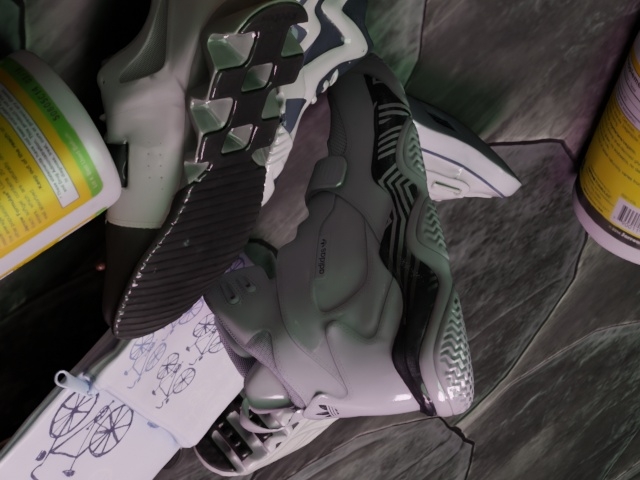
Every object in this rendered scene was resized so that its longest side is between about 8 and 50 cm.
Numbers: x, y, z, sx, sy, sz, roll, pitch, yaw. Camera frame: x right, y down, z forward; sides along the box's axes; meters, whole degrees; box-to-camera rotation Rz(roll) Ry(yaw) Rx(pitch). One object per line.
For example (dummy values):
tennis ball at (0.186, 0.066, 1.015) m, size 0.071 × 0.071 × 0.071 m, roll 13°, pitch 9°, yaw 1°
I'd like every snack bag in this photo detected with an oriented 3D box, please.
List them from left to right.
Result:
snack bag at (-0.167, 0.156, 1.560) m, size 0.342 × 0.037 × 0.323 m, roll -48°, pitch 160°, yaw -6°

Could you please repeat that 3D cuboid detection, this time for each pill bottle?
pill bottle at (-0.282, -0.022, 1.230) m, size 0.246 × 0.136 × 0.136 m, roll -35°, pitch 149°, yaw -17°
pill bottle at (0.423, -0.144, 1.913) m, size 0.188 × 0.188 × 0.334 m, roll -20°, pitch 143°, yaw -37°

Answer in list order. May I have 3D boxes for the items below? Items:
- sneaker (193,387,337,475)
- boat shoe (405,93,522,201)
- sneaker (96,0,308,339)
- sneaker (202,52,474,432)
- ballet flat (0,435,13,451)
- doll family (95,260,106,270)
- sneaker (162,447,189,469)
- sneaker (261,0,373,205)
sneaker at (-0.008, 0.160, 1.855) m, size 0.292 × 0.110 × 0.118 m, roll -33°, pitch 157°, yaw -4°
boat shoe at (0.110, -0.083, 1.710) m, size 0.084 × 0.095 × 0.258 m, roll -49°, pitch 140°, yaw 15°
sneaker at (-0.122, -0.078, 1.345) m, size 0.122 × 0.146 × 0.330 m, roll -12°, pitch 132°, yaw -50°
sneaker at (0.000, 0.000, 1.477) m, size 0.210 × 0.366 × 0.137 m, roll -13°, pitch 151°, yaw 2°
ballet flat at (-0.326, 0.278, 1.631) m, size 0.248 × 0.086 × 0.086 m, roll -51°, pitch 150°, yaw 13°
doll family at (-0.125, -0.038, 1.480) m, size 0.193 × 0.076 × 0.111 m, roll -27°, pitch 151°, yaw -20°
sneaker at (-0.173, 0.175, 1.710) m, size 0.089 × 0.051 × 0.170 m, roll -18°, pitch 136°, yaw -39°
sneaker at (-0.017, -0.138, 1.428) m, size 0.153 × 0.094 × 0.235 m, roll -6°, pitch 106°, yaw -51°
